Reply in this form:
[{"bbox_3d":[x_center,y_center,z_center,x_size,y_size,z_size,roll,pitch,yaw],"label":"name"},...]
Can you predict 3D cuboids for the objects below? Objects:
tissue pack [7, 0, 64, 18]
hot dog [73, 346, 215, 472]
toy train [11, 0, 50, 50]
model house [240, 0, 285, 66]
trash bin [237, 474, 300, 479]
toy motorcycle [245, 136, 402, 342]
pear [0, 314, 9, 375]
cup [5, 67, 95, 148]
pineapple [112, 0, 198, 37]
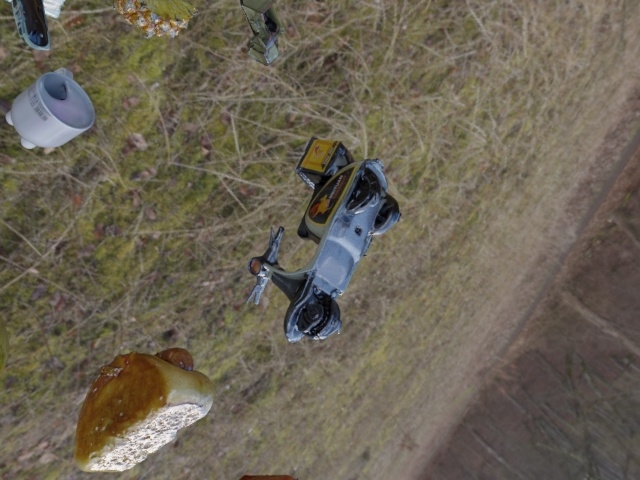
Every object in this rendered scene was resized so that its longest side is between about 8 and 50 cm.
[{"bbox_3d":[-0.711,-0.639,1.083,0.128,0.228,0.310,-36,158,33],"label":"tissue pack"},{"bbox_3d":[-0.319,0.285,0.915,0.256,0.153,0.150,-38,141,10],"label":"hot dog"},{"bbox_3d":[-0.499,-0.415,0.873,0.047,0.208,0.043,-21,169,31],"label":"toy train"},{"bbox_3d":[-0.089,-0.302,0.732,0.057,0.058,0.083,-52,155,-10],"label":"model house"},{"bbox_3d":[-0.100,0.398,0.599,0.184,0.161,0.238,-21,-172,40],"label":"trash bin"},{"bbox_3d":[0.000,0.000,0.659,0.091,0.157,0.263,41,71,-50],"label":"toy motorcycle"},{"bbox_3d":[-0.461,0.127,0.574,0.200,0.200,0.200,-42,154,-27],"label":"pear"},{"bbox_3d":[-0.602,-0.290,1.120,0.142,0.174,0.134,-23,178,25],"label":"cup"},{"bbox_3d":[-0.418,-0.566,1.270,0.233,0.135,0.079,15,146,-38],"label":"pineapple"}]
